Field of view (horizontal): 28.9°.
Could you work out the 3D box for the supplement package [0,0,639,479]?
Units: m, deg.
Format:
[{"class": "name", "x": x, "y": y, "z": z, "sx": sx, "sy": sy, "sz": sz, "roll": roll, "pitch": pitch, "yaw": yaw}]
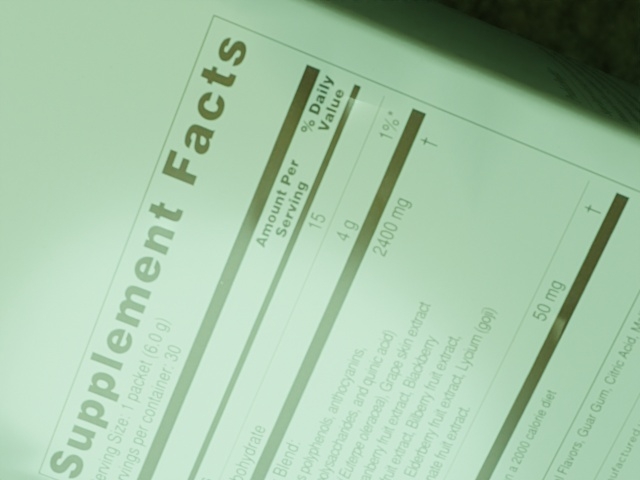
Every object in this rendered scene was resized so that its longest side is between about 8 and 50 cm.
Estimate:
[{"class": "supplement package", "x": 0.000, "y": 0.000, "z": 0.434, "sx": 0.293, "sy": 0.177, "sz": 0.175, "roll": 22, "pitch": 106, "yaw": -5}]
